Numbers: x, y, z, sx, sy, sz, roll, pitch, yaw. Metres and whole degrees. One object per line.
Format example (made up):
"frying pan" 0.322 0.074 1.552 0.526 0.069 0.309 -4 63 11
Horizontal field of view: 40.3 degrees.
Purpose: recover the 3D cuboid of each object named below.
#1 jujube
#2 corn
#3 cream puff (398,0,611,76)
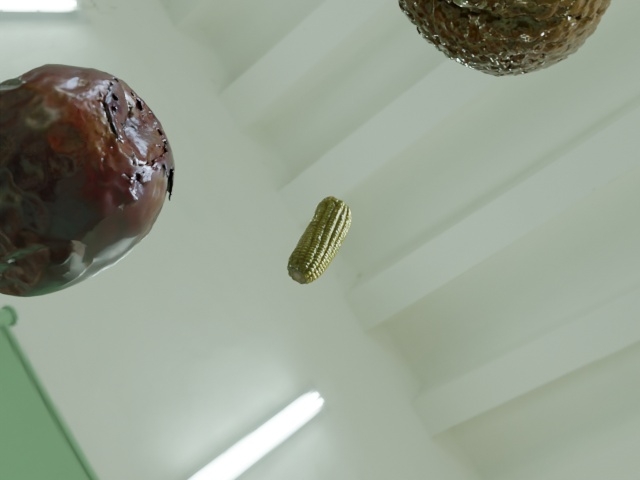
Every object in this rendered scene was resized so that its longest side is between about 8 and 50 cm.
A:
"jujube" -0.241 -0.047 0.765 0.243 0.183 0.183 -29 -92 31
"corn" 0.000 0.000 0.754 0.037 0.092 0.037 20 -38 16
"cream puff" 0.167 -0.307 0.841 0.212 0.303 0.303 2 -74 -7
